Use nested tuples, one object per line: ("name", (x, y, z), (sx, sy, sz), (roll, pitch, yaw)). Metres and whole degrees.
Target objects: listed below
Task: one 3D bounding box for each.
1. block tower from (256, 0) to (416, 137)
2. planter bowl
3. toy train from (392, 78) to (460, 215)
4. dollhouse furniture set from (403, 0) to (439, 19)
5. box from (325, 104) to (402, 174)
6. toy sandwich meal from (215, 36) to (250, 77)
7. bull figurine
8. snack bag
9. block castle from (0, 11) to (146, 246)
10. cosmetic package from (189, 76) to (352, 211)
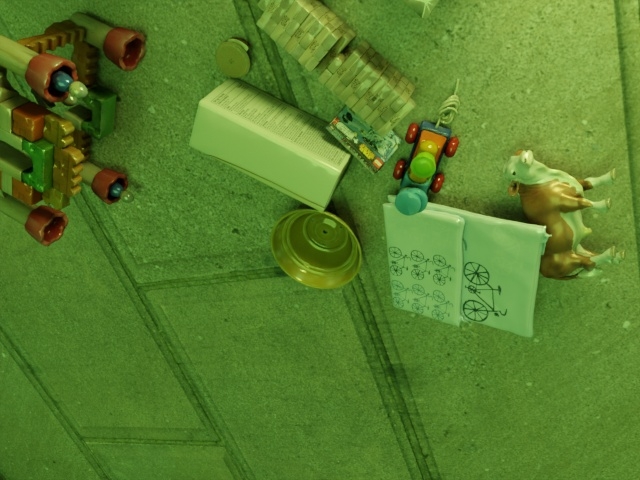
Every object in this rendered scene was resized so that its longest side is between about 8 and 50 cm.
("block tower", (0.033, -0.349, 1.142), (0.335, 0.097, 0.091), (42, 127, -7))
("planter bowl", (0.000, 0.000, 1.392), (0.217, 0.090, 0.217), (10, 126, 14))
("toy train", (0.208, -0.175, 1.160), (0.105, 0.143, 0.248), (20, 128, 6))
("dollhouse furniture set", (0.191, -0.483, 0.966), (0.129, 0.129, 0.184), (39, 128, -7))
("box", (0.089, -0.213, 1.212), (0.137, 0.094, 0.027), (44, 156, -11))
("toy sandwich meal", (-0.178, -0.377, 1.243), (0.085, 0.029, 0.086), (11, 131, 13))
("bull figurine", (0.468, -0.051, 1.165), (0.188, 0.101, 0.310), (3, 129, 39))
("snack bag", (0.302, 0.069, 1.299), (0.342, 0.037, 0.323), (15, 133, 27))
("block castle", (-0.533, -0.230, 1.306), (0.212, 0.303, 0.453), (29, 128, 8))
("cosmetic package", (-0.091, -0.203, 1.246), (0.309, 0.160, 0.113), (27, 128, 3))
